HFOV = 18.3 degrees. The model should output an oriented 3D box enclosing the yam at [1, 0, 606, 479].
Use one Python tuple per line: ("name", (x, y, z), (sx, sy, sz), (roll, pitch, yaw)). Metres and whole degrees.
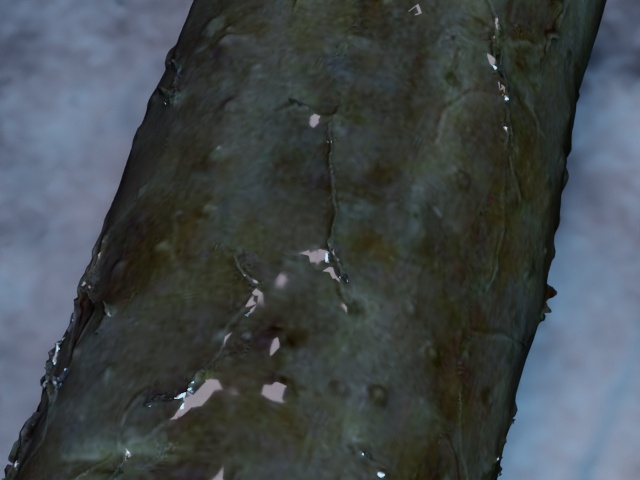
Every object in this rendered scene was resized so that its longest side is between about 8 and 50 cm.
("yam", (0.001, 0.000, 0.532), (0.131, 0.131, 0.280), (11, 60, 10))
